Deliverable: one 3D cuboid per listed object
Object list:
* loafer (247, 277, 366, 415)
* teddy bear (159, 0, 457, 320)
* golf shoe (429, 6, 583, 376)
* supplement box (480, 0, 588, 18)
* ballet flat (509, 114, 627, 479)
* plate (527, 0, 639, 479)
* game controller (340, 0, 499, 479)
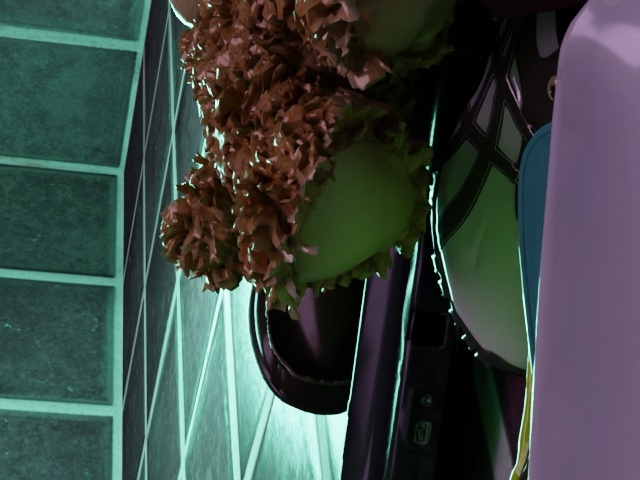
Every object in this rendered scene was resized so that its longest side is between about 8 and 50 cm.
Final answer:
[{"bbox_3d":[0.000,0.000,1.019,0.078,0.080,0.220,116,157,-61],"label":"loafer"},{"bbox_3d":[-0.013,-0.095,0.700,0.338,0.113,0.245,-93,13,-56],"label":"teddy bear"},{"bbox_3d":[0.090,-0.039,0.606,0.094,0.077,0.198,-136,51,-75],"label":"golf shoe"},{"bbox_3d":[0.092,-0.178,0.532,0.081,0.104,0.188,21,-111,-57],"label":"supplement box"},{"bbox_3d":[0.098,0.072,0.514,0.077,0.077,0.231,3,88,52],"label":"ballet flat"},{"bbox_3d":[0.129,-0.011,0.325,0.277,0.045,0.278,-48,26,51],"label":"plate"},{"bbox_3d":[0.058,0.001,0.827,0.166,0.067,0.319,-68,-14,-79],"label":"game controller"}]
